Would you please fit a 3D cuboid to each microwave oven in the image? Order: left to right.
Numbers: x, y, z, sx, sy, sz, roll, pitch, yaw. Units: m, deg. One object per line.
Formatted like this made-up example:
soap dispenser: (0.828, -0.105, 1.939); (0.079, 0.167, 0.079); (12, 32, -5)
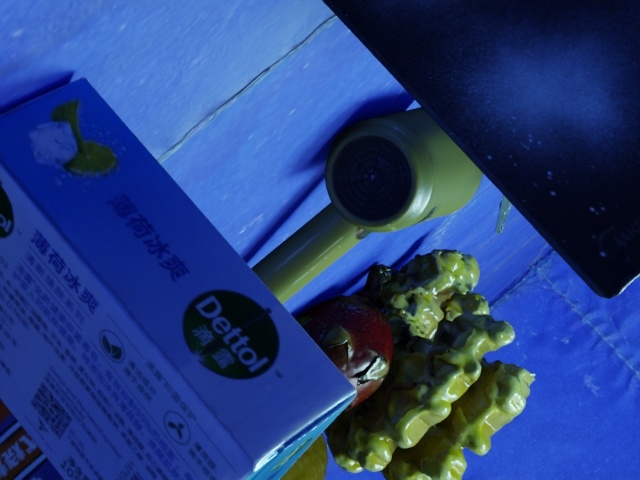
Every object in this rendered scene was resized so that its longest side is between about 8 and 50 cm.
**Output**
microwave oven: (0.264, -0.207, 0.906); (0.432, 0.236, 0.374); (-44, 171, 17)

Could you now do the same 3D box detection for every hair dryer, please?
hair dryer: (0.000, 0.000, 1.245); (0.279, 0.090, 0.135); (-40, 172, 25)

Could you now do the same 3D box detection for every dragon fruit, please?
dragon fruit: (0.031, 0.103, 1.738); (0.246, 0.125, 0.125); (-55, 169, -48)

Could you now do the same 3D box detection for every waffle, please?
waffle: (0.117, 0.154, 1.845); (0.261, 0.151, 0.324); (-41, -163, 10)

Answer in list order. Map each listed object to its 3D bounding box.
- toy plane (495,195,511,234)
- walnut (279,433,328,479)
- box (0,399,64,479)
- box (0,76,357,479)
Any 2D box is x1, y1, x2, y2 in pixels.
toy plane: (0.241, -0.098, 1.787); (0.226, 0.058, 0.226); (-63, 163, 20)
walnut: (-0.095, 0.213, 1.445); (0.203, 0.203, 0.298); (-44, 173, 9)
box: (-0.171, 0.289, 1.114); (0.349, 0.318, 0.257); (-41, 171, -1)
box: (-0.094, 0.044, 0.718); (0.073, 0.194, 0.139); (-32, 166, -39)
